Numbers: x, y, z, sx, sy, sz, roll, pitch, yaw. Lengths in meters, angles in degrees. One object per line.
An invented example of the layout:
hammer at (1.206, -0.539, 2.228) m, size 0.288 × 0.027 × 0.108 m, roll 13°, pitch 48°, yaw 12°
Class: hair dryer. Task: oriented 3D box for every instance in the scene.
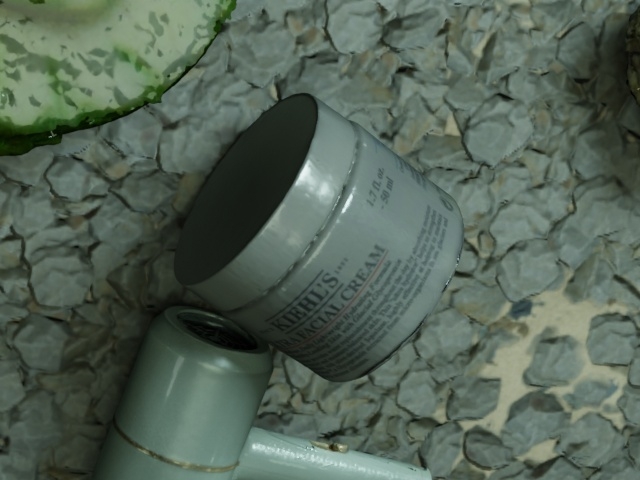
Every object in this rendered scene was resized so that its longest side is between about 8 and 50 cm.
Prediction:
hair dryer at (-0.001, 0.177, 1.569) m, size 0.357 × 0.107 × 0.173 m, roll 16°, pitch 106°, yaw -25°

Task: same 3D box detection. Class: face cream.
face cream at (0.000, 0.000, 1.448) m, size 0.153 × 0.177 × 0.177 m, roll 35°, pitch 99°, yaw -20°

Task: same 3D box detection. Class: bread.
bread at (-0.216, -0.260, 1.341) m, size 0.366 × 0.129 × 0.382 m, roll 22°, pitch 103°, yaw -15°

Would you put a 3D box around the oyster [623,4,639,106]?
oyster at (0.347, -0.140, 1.518) m, size 0.259 × 0.092 × 0.198 m, roll 39°, pitch 97°, yaw -25°
